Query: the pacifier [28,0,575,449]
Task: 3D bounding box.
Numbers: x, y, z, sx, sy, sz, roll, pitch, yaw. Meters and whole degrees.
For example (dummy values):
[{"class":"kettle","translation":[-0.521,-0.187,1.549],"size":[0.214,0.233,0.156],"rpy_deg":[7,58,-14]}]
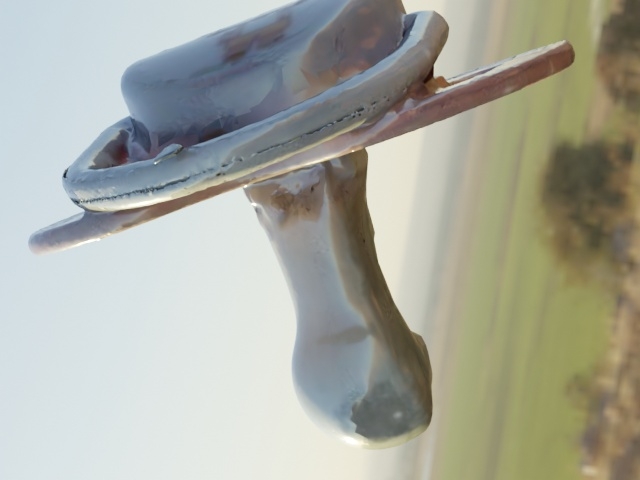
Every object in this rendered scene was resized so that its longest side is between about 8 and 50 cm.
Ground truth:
[{"class":"pacifier","translation":[-0.006,-0.031,1.114],"size":[0.220,0.332,0.273],"rpy_deg":[-90,-25,-46]}]
